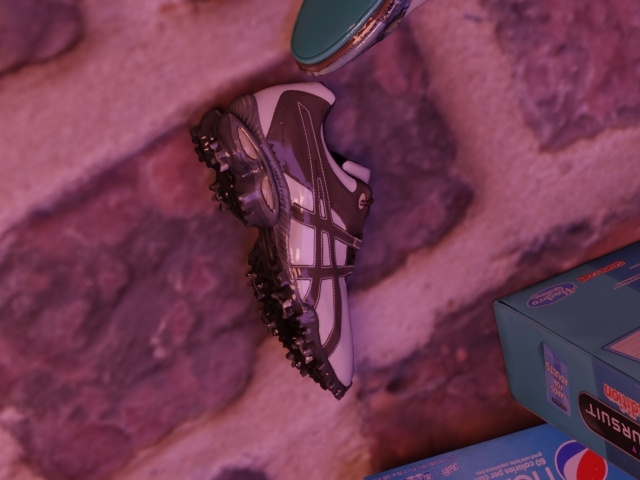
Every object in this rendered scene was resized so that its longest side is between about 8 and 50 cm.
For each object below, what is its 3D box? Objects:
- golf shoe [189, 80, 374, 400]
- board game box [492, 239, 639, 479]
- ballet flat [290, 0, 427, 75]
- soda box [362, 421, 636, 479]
[{"bbox_3d":[0.000,0.000,1.143,0.094,0.077,0.198,-28,118,-17],"label":"golf shoe"},{"bbox_3d":[0.301,0.075,1.171,0.254,0.336,0.079,-22,115,-20],"label":"board game box"},{"bbox_3d":[0.050,-0.172,1.125,0.070,0.070,0.188,26,96,-31],"label":"ballet flat"},{"bbox_3d":[0.124,0.169,1.250,0.210,0.071,0.067,-14,151,-22],"label":"soda box"}]
